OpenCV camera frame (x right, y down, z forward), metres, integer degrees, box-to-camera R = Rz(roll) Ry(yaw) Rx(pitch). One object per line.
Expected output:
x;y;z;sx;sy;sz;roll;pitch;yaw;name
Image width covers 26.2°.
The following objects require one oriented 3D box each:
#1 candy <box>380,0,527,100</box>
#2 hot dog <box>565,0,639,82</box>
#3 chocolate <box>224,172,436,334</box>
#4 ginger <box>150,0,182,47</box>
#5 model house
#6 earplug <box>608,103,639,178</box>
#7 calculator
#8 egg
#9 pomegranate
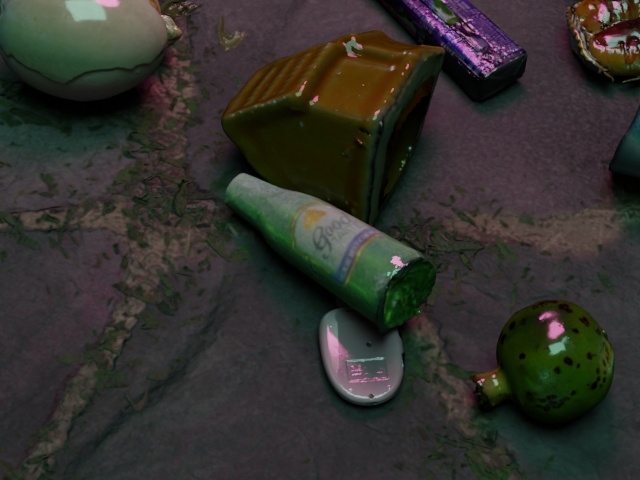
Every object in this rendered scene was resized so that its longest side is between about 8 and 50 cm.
0.167;-0.328;1.982;0.088;0.061;0.312;-29;60;-21;candy
0.485;-0.305;1.974;0.270;0.082;0.162;-7;53;-8;hot dog
0.000;0.000;1.705;0.291;0.110;0.110;32;58;30;chocolate
-0.287;-0.360;1.971;0.089;0.075;0.288;-9;47;-38;ginger
0.012;-0.171;1.808;0.239;0.173;0.268;18;49;18;model house
0.559;-0.097;1.784;0.324;0.185;0.185;30;58;9;earplug
0.050;0.127;1.668;0.103;0.024;0.166;-5;53;-7;calculator
-0.311;-0.275;1.837;0.217;0.183;0.183;13;54;15;egg
0.265;0.144;1.609;0.169;0.122;0.143;-17;86;-18;pomegranate
